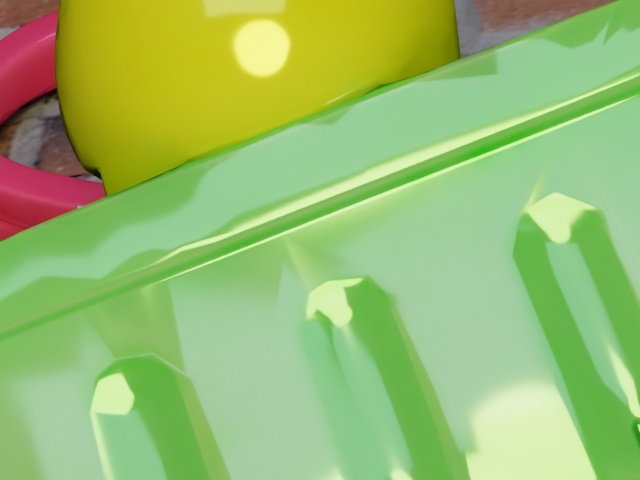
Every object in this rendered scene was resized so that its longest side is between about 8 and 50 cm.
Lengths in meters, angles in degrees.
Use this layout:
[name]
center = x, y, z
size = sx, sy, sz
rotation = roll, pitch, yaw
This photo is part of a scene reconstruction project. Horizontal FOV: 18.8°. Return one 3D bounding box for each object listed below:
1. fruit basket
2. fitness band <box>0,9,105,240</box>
[fruit basket]
center = 0.000, 0.000, 0.790
size = 0.392, 0.283, 0.392
rotation = -7, 57, 11
[fitness band]
center = -0.079, -0.063, 1.095
size = 0.291, 0.054, 0.209
rotation = 12, 44, 27
